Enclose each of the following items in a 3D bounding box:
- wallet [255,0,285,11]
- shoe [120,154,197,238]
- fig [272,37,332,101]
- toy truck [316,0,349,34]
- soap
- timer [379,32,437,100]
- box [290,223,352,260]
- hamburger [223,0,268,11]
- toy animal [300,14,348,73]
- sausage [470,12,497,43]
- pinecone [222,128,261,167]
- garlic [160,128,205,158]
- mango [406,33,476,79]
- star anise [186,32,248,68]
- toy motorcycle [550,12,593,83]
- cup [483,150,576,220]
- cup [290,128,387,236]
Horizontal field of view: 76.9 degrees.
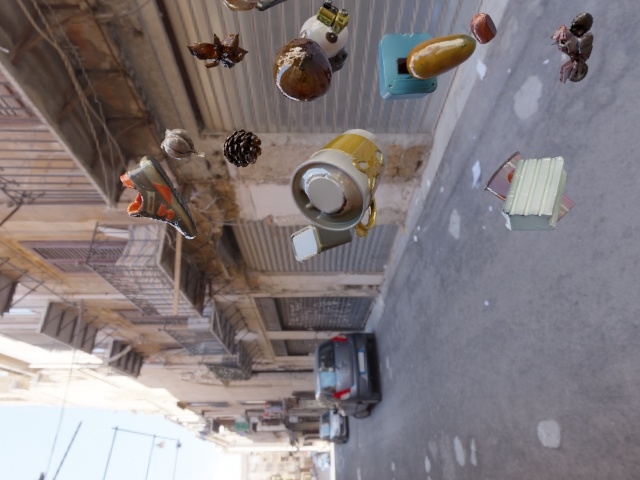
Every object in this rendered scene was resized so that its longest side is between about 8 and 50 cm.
[{"bbox_3d":[-0.230,-0.965,1.551,0.052,0.169,0.245,-52,5,49],"label":"wallet"},{"bbox_3d":[-0.545,-0.108,1.343,0.132,0.171,0.336,52,168,47],"label":"shoe"},{"bbox_3d":[-0.061,-0.640,1.515,0.214,0.235,0.234,124,152,-48],"label":"fig"},{"bbox_3d":[0.033,-0.596,1.079,0.049,0.083,0.054,-32,33,64],"label":"toy truck"},{"bbox_3d":[0.689,-0.152,1.295,0.094,0.150,0.261,53,-125,-39],"label":"soap"},{"bbox_3d":[0.360,-0.728,1.688,0.091,0.232,0.249,-153,57,-78],"label":"timer"},{"bbox_3d":[0.000,0.000,1.769,0.274,0.178,0.138,-21,84,64],"label":"box"},{"bbox_3d":[-0.215,-0.798,1.126,0.261,0.187,0.302,52,-133,-41],"label":"hamburger"},{"bbox_3d":[0.020,-0.883,1.783,0.266,0.213,0.212,64,-156,-75],"label":"toy animal"},{"bbox_3d":[0.476,-0.621,1.184,0.054,0.094,0.059,1,65,49],"label":"sausage"},{"bbox_3d":[-0.370,-0.451,1.961,0.179,0.205,0.184,42,-126,-42],"label":"pinecone"},{"bbox_3d":[-0.611,-0.416,1.815,0.127,0.194,0.131,12,76,55],"label":"garlic"},{"bbox_3d":[0.457,-0.706,1.548,0.175,0.255,0.139,-100,-7,-67],"label":"mango"},{"bbox_3d":[-0.384,-0.719,1.545,0.196,0.213,0.111,-109,6,-74],"label":"star anise"},{"bbox_3d":[0.820,-0.619,1.320,0.082,0.123,0.213,-82,-22,-54],"label":"toy motorcycle"},{"bbox_3d":[0.820,-0.184,1.574,0.288,0.203,0.203,45,159,21],"label":"cup"},{"bbox_3d":[0.069,-0.131,0.969,0.241,0.186,0.226,57,-137,-23],"label":"cup"}]
